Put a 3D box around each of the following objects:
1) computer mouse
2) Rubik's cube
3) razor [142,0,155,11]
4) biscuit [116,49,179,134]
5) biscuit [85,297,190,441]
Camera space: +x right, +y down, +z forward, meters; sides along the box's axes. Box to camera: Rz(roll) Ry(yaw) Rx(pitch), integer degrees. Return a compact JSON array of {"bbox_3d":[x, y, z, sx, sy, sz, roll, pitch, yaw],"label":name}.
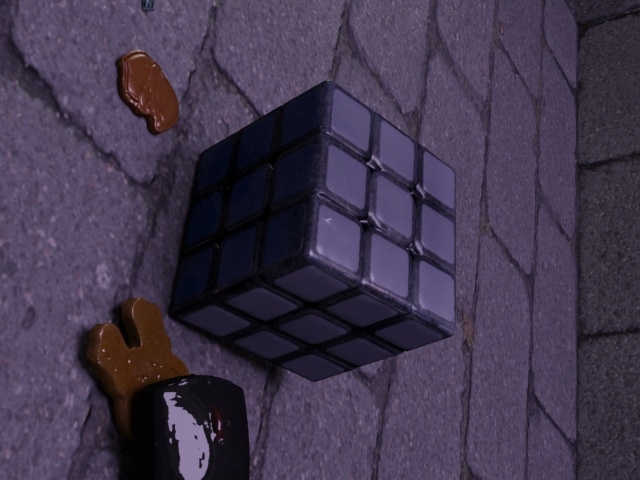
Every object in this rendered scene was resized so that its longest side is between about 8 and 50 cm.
[{"bbox_3d":[-0.162,0.309,1.264,0.170,0.100,0.269,11,80,-55],"label":"computer mouse"},{"bbox_3d":[0.000,0.000,1.444,0.304,0.301,0.305,29,53,-36],"label":"Rubik's cube"},{"bbox_3d":[-0.303,-0.405,1.415,0.191,0.037,0.068,25,59,-52],"label":"razor"},{"bbox_3d":[-0.254,-0.222,1.440,0.130,0.019,0.102,56,36,-29],"label":"biscuit"},{"bbox_3d":[-0.228,0.195,1.299,0.144,0.040,0.236,-42,121,-47],"label":"biscuit"}]
